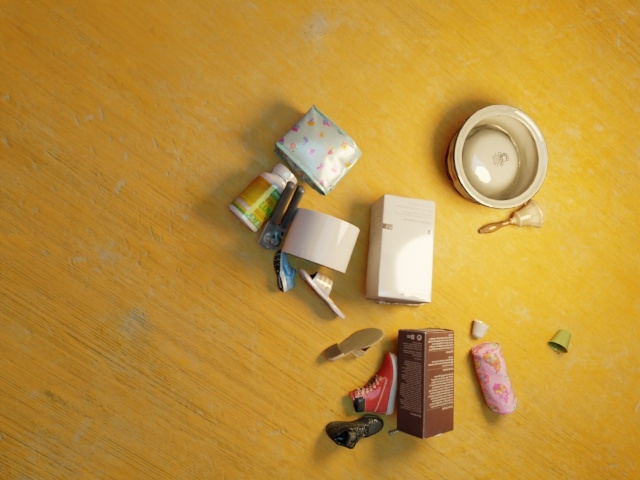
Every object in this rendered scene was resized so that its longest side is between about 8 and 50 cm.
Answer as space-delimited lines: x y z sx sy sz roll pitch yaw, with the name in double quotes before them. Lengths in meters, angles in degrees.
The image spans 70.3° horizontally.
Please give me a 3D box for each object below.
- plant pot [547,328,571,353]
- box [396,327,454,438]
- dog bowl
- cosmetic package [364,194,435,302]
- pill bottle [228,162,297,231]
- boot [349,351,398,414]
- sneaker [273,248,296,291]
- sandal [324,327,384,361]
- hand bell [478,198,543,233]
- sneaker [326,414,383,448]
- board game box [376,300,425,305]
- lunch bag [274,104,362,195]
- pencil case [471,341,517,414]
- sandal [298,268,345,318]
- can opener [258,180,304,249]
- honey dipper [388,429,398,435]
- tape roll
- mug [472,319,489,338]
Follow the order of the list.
"plant pot" 1.028 0.424 1.941 0.083 0.083 0.079 42 71 -9
"box" 0.401 0.529 1.730 0.191 0.143 0.381 7 81 -39
"dog bowl" 0.687 -0.322 1.825 0.408 0.150 0.408 0 89 -12
"cosmetic package" 0.299 0.040 1.710 0.217 0.156 0.385 6 76 -12
"pill bottle" -0.202 -0.160 1.646 0.136 0.136 0.245 44 82 -9
"boot" 0.206 0.552 1.764 0.176 0.088 0.244 8 92 -10
"sneaker" -0.130 0.109 1.713 0.073 0.063 0.162 -10 96 -30
"sandal" 0.137 0.419 1.766 0.240 0.088 0.079 -22 126 -4
"hand bell" 0.773 -0.076 1.882 0.242 0.126 0.126 -17 94 1
"sneaker" 0.145 0.732 1.730 0.227 0.130 0.087 -1 92 -14
"board game box" 0.322 0.182 1.804 0.193 0.045 0.146 5 89 -12
"lunch bag" -0.005 -0.322 1.678 0.262 0.160 0.223 42 82 -3
"pencil case" 0.710 0.561 1.855 0.124 0.124 0.284 -21 95 -11
"sandal" 0.021 0.185 1.721 0.076 0.102 0.265 -44 107 -10
"can opener" -0.141 -0.089 1.629 0.076 0.095 0.283 22 115 -13
"honey dipper" 0.349 0.748 1.823 0.161 0.030 0.030 -20 94 -8
"tape roll" 0.000 0.000 1.635 0.246 0.246 0.169 20 87 -11
"mug" 0.661 0.369 1.870 0.078 0.062 0.064 18 95 -5
